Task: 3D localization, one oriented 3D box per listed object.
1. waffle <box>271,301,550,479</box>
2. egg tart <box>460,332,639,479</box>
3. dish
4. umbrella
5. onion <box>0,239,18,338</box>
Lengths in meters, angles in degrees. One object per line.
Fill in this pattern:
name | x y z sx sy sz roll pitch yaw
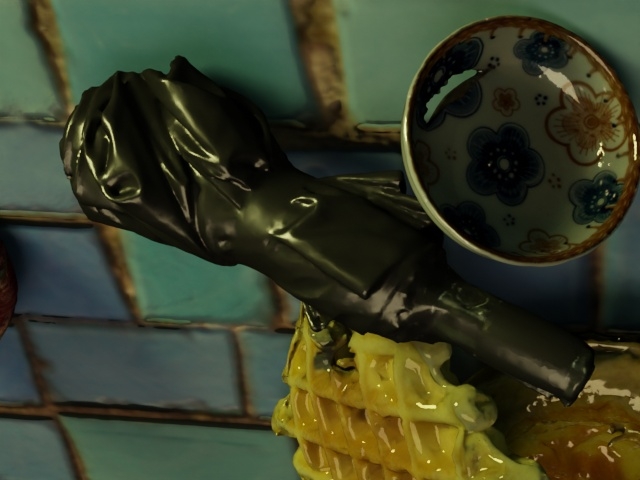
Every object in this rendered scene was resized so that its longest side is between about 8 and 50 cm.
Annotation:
waffle | 0.051 0.144 0.888 0.250 0.056 0.261 52 146 29
egg tart | 0.188 0.144 0.917 0.241 0.106 0.241 6 133 6
dish | 0.100 -0.049 0.767 0.141 0.141 0.078 29 163 -11
umbrella | 0.000 0.000 0.780 0.340 0.118 0.118 29 137 18
onion | -0.292 0.045 0.935 0.150 0.140 0.150 3 117 6
